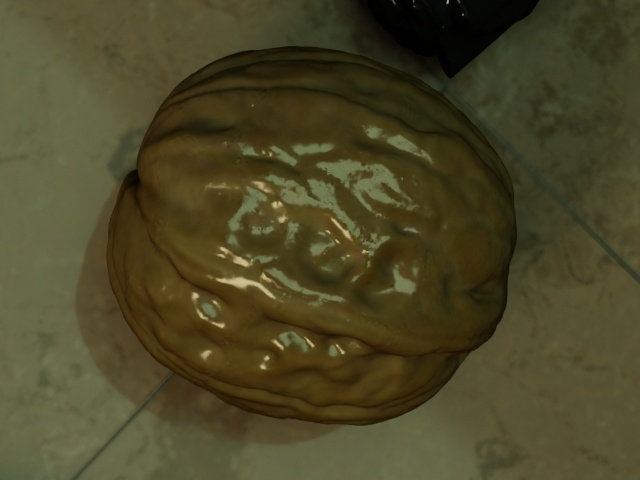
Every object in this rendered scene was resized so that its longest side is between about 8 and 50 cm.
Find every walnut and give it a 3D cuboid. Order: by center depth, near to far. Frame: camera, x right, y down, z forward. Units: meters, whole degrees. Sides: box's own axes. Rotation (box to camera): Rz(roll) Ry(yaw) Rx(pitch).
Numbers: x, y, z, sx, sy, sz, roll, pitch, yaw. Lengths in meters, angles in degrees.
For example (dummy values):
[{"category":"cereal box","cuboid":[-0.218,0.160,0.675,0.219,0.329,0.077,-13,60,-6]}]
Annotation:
[{"category":"walnut","cuboid":[0.000,0.000,0.839,0.213,0.213,0.213,3,79,-14]}]

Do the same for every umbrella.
[{"category":"umbrella","cuboid":[0.170,-0.209,0.962,0.340,0.118,0.118,-27,87,-19]}]
